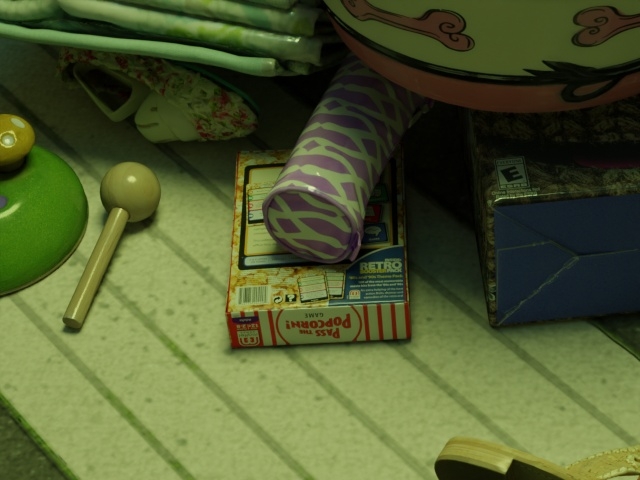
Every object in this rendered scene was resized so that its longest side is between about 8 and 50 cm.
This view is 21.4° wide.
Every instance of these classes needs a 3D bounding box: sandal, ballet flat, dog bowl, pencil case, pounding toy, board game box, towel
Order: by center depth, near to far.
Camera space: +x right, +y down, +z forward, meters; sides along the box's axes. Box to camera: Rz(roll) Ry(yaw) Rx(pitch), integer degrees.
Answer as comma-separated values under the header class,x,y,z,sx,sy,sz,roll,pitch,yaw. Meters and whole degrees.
class,x,y,z,sx,sy,sz,roll,pitch,yaw
sandal,0.201,0.168,1.183,0.240,0.088,0.079,17,55,29
dog bowl,0.164,-0.262,1.332,0.408,0.150,0.408,-4,45,4
pencil case,0.025,-0.073,1.389,0.088,0.086,0.206,28,51,1
board game box,0.236,-0.090,1.400,0.232,0.141,0.291,-6,44,1
board game box,0.000,0.000,1.406,0.147,0.045,0.193,-3,45,5
pounding toy,-0.273,-0.044,1.437,0.237,0.110,0.183,14,48,20
ballet flat,-0.154,-0.131,1.543,0.241,0.091,0.077,29,74,38
towel,-0.127,-0.232,1.550,0.374,0.090,0.320,14,19,17
